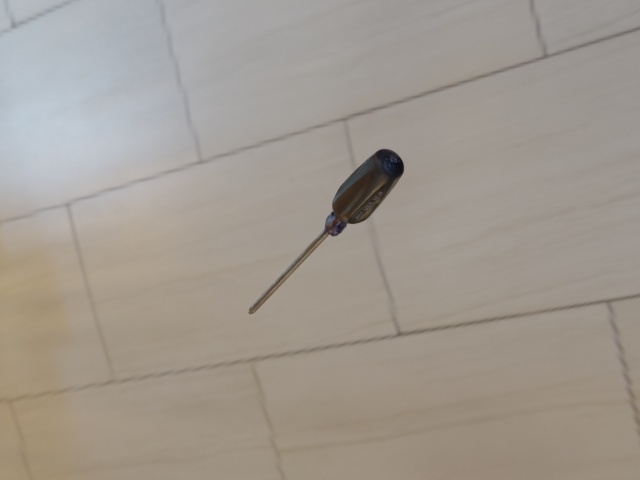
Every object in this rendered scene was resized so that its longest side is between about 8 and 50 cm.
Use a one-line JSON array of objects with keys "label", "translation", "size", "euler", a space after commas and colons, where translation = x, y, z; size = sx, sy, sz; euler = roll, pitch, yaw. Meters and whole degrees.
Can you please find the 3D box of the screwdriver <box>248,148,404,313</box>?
[{"label": "screwdriver", "translation": [0.000, 0.000, 0.788], "size": [0.024, 0.025, 0.170], "euler": [55, 141, 11]}]
